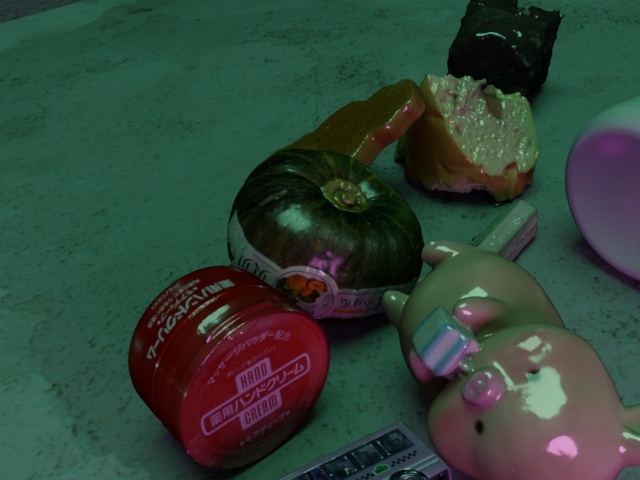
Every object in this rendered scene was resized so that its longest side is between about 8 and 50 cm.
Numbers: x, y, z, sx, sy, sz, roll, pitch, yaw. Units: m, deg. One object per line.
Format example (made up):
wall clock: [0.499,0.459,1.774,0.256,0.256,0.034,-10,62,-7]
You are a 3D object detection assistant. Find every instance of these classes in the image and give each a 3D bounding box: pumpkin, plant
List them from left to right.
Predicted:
pumpkin: [-0.002,0.002,0.960,0.260,0.189,0.260,17,40,-15]
plant: [0.363,-0.379,1.421,0.189,0.198,0.276,14,44,18]

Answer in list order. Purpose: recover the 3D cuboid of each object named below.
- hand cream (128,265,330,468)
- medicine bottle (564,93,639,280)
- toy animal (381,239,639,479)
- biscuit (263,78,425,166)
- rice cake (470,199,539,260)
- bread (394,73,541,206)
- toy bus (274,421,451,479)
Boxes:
hand cream: [-0.097,0.131,0.781,0.193,0.193,0.125,-30,39,-29]
medicine bottle: [0.506,-0.100,0.953,0.302,0.241,0.241,-25,39,-23]
toy animal: [0.183,0.132,0.710,0.195,0.213,0.256,-47,17,18]
biscuit: [0.018,-0.135,1.141,0.334,0.047,0.202,-32,29,19]
rice cake: [0.225,0.024,0.995,0.057,0.052,0.256,-12,22,49]
bread: [0.239,-0.140,1.198,0.184,0.224,0.211,-12,77,-18]
toy bus: [0.019,0.254,0.671,0.199,0.096,0.108,-20,33,-20]
